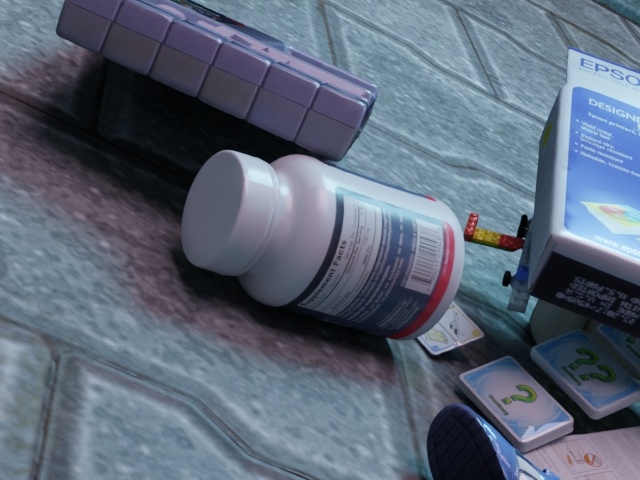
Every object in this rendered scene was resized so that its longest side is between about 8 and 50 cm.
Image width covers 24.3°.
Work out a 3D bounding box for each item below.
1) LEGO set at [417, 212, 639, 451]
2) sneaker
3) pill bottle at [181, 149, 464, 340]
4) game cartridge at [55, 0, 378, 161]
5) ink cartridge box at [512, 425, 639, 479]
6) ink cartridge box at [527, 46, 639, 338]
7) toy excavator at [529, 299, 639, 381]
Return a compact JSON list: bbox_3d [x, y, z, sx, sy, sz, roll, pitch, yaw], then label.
[{"bbox_3d":[0.153,0.037,1.129,0.182,0.060,0.244,-18,44,-26],"label":"LEGO set"},{"bbox_3d":[0.122,0.161,0.922,0.059,0.053,0.144,-3,49,-54],"label":"sneaker"},{"bbox_3d":[0.000,0.000,1.031,0.180,0.108,0.108,17,26,-32],"label":"pill bottle"},{"bbox_3d":[-0.067,-0.143,1.185,0.230,0.068,0.355,29,8,-1],"label":"game cartridge"},{"bbox_3d":[0.233,0.195,1.037,0.179,0.045,0.145,-5,39,-29],"label":"ink cartridge box"},{"bbox_3d":[0.314,-0.009,1.155,0.303,0.072,0.307,20,32,-1],"label":"ink cartridge box"},{"bbox_3d":[0.442,0.151,1.193,0.445,0.222,0.433,6,31,-30],"label":"toy excavator"}]
